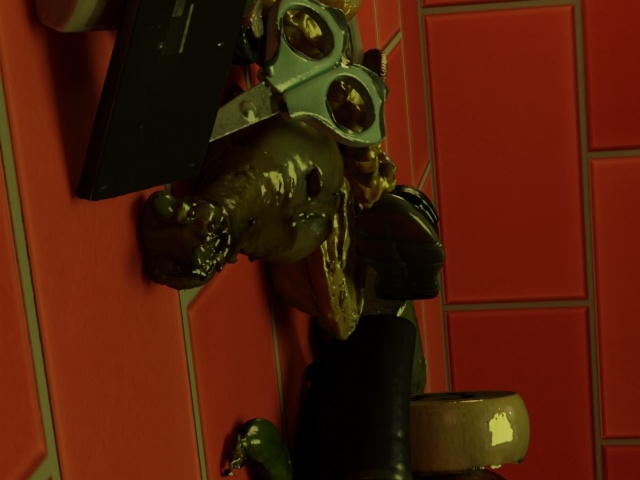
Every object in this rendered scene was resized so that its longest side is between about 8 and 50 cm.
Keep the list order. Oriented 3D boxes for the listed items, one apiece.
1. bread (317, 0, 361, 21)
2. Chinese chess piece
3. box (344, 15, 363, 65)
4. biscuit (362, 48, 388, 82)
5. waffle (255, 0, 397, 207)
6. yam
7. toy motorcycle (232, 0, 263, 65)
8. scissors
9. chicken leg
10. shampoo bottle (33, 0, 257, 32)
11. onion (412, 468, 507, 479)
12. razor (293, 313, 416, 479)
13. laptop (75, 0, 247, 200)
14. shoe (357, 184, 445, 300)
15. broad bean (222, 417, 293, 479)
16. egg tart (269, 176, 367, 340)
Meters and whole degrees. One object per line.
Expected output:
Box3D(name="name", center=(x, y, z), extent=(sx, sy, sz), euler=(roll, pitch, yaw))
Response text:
Box3D(name="bread", center=(0.002, -0.340, 2.122), extent=(0.125, 0.106, 0.082), euler=(-57, 143, -68))
Box3D(name="Chinese chess piece", center=(0.176, 0.278, 2.169), extent=(0.257, 0.257, 0.104), euler=(6, 80, -79))
Box3D(name="box", center=(0.018, -0.269, 2.301), extent=(0.149, 0.067, 0.233), euler=(80, 13, -44))
Box3D(name="biscuit", center=(0.067, -0.223, 2.370), extent=(0.126, 0.025, 0.206), euler=(-26, -139, 60))
Box3D(name="waffle", center=(-0.005, -0.188, 1.759), extent=(0.293, 0.069, 0.259), euler=(51, -10, 24))
Box3D(name="yam", center=(0.079, 0.150, 2.282), extent=(0.268, 0.161, 0.161), euler=(72, 19, -53))
Box3D(name="toy motorcycle", center=(-0.102, -0.340, 1.611), extent=(0.171, 0.089, 0.298), euler=(44, 45, -73))
Box3D(name="scissors", center=(-0.055, -0.142, 1.509), extent=(0.360, 0.029, 0.191), euler=(-33, 95, -49))
Box3D(name="chicken leg", center=(-0.085, -0.048, 1.553), extent=(0.429, 0.153, 0.201), euler=(-46, 119, -65))
Box3D(name="shampoo bottle", center=(-0.135, -0.218, 1.228), extent=(0.227, 0.056, 0.086), euler=(-14, 127, -53))
Box3D(name="onion", center=(0.166, 0.486, 2.132), extent=(0.341, 0.341, 0.341), euler=(-3, 90, -79))
Box3D(name="razor", center=(0.045, 0.263, 2.009), extent=(0.113, 0.204, 0.349), euler=(26, 47, -25))
Box3D(name="laptop", center=(-0.125, -0.135, 1.241), extent=(0.154, 0.026, 0.207), euler=(-17, 133, -51))
Box3D(name="shoe", center=(0.116, -0.014, 2.034), extent=(0.291, 0.114, 0.137), euler=(71, 20, -68))
Box3D(name="broad bean", center=(-0.064, 0.316, 1.785), extent=(0.144, 0.049, 0.292), euler=(-70, 154, -48))
Box3D(name="egg tart", center=(0.000, 0.000, 1.998), extent=(0.288, 0.118, 0.288), euler=(-5, 90, -79))
